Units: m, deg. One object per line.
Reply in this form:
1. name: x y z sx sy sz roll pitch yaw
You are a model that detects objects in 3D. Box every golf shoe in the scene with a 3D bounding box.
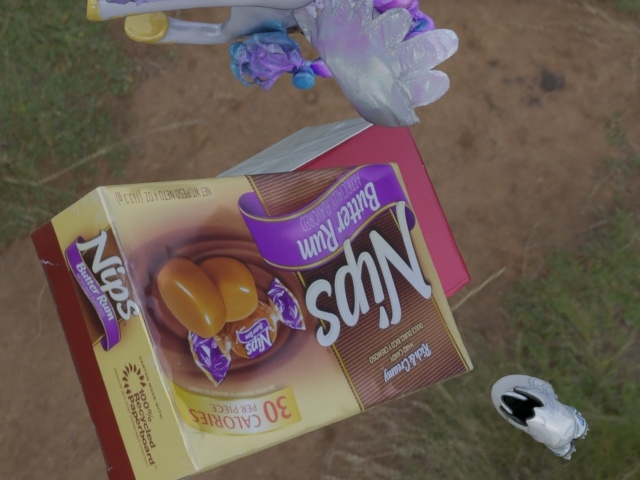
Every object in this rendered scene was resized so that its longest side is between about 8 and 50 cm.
1. golf shoe: 0.240 0.190 1.267 0.086 0.176 0.069 31 88 -23

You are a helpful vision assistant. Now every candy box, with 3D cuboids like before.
1. candy box: -0.019 0.029 0.452 0.187 0.053 0.109 -9 76 -50

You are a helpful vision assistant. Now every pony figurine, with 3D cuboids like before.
1. pony figurine: -0.027 -0.250 0.988 0.364 0.351 0.302 4 88 -12

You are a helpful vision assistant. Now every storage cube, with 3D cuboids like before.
1. storage cube: 0.000 0.000 1.081 0.215 0.184 0.193 -31 105 -28

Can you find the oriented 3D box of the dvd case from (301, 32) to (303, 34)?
1. dvd case: -0.019 -0.293 1.219 0.253 0.022 0.180 35 35 10
